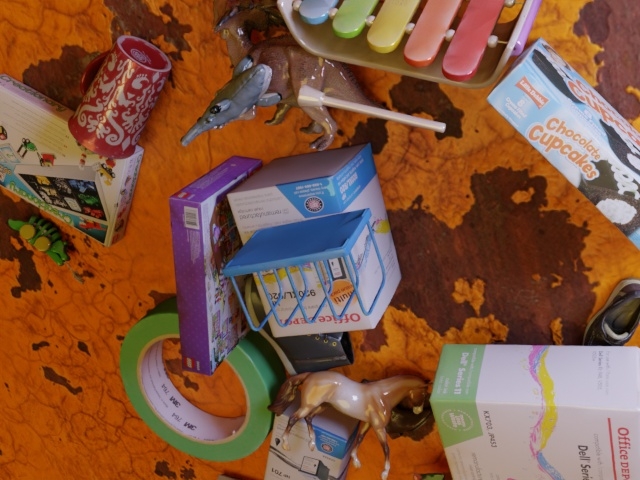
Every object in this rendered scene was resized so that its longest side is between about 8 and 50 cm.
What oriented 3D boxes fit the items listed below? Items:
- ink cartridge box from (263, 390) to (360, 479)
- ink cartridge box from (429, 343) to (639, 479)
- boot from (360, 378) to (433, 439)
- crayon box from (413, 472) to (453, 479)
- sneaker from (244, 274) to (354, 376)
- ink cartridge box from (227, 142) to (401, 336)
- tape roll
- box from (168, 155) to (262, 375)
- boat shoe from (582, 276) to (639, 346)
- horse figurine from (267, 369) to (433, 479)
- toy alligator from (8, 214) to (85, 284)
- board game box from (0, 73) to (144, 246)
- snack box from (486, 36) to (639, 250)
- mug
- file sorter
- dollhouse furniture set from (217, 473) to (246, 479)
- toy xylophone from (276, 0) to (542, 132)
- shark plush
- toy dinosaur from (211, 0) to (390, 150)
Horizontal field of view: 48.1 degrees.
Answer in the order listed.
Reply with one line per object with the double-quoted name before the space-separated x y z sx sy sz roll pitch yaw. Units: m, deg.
"ink cartridge box" -0.018 0.386 1.307 0.139 0.082 0.191 19 118 15
"ink cartridge box" 0.357 0.263 1.038 0.353 0.119 0.207 -4 126 25
"boot" 0.122 0.276 1.223 0.106 0.037 0.114 -38 90 30
"crayon box" 0.306 0.482 1.139 0.318 0.081 0.203 -4 92 14
"sneaker" -0.031 0.132 1.191 0.118 0.083 0.222 -16 124 23
"ink cartridge box" 0.000 0.000 1.065 0.171 0.168 0.233 -7 111 25
"tape roll" -0.221 0.260 1.341 0.321 0.077 0.322 9 117 19
"box" -0.155 0.036 1.133 0.057 0.201 0.294 10 117 18
"boat shoe" 0.411 0.122 1.011 0.056 0.049 0.152 21 121 13
"horse figurine" 0.037 0.282 1.190 0.263 0.066 0.175 15 93 12
"toy alligator" -0.507 0.006 1.366 0.189 0.056 0.051 38 82 4
"board game box" -0.470 -0.141 1.276 0.305 0.053 0.193 29 121 9
"snack box" 0.345 -0.098 0.857 0.322 0.187 0.060 44 123 -1
"mug" -0.328 -0.239 1.136 0.150 0.113 0.169 39 119 1
"file sorter" -0.014 0.041 0.924 0.170 0.118 0.105 -11 112 24
"dollhouse furniture set" -0.164 0.567 1.488 0.144 0.123 0.151 9 82 20
"toy xylophone" 0.099 -0.255 0.886 0.322 0.236 0.081 9 149 15
"shark plush" -0.129 -0.185 0.943 0.161 0.067 0.073 -23 104 18
"toy dinosaur" -0.044 -0.246 1.004 0.295 0.127 0.201 14 111 11
